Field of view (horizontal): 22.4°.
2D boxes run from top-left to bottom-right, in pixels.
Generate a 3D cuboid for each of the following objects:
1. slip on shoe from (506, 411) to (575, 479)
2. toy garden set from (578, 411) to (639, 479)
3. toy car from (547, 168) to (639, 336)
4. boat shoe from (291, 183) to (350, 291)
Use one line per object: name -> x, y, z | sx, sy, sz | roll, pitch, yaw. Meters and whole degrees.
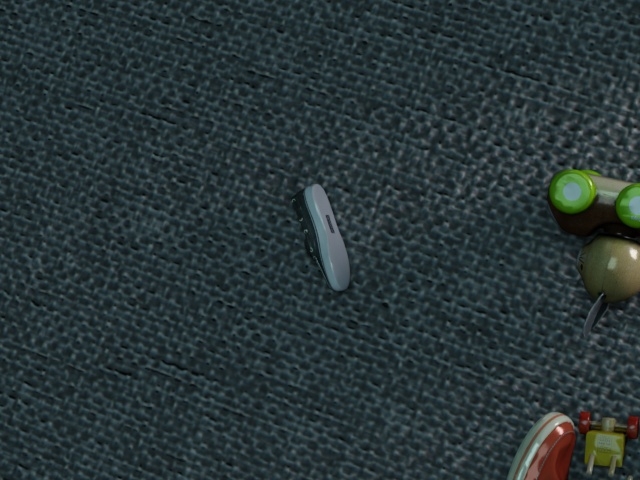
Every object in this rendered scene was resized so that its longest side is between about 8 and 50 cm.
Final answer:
slip on shoe -> 0.261, 0.362, 1.850 | 0.101, 0.123, 0.331 | 6, 87, 31
toy garden set -> 0.383, 0.285, 1.821 | 0.203, 0.049, 0.244 | 3, 42, 16
toy car -> 0.327, 0.017, 1.897 | 0.149, 0.155, 0.188 | 13, 96, 15
boat shoe -> 0.000, 0.000, 2.026 | 0.040, 0.049, 0.142 | -24, 73, 28
